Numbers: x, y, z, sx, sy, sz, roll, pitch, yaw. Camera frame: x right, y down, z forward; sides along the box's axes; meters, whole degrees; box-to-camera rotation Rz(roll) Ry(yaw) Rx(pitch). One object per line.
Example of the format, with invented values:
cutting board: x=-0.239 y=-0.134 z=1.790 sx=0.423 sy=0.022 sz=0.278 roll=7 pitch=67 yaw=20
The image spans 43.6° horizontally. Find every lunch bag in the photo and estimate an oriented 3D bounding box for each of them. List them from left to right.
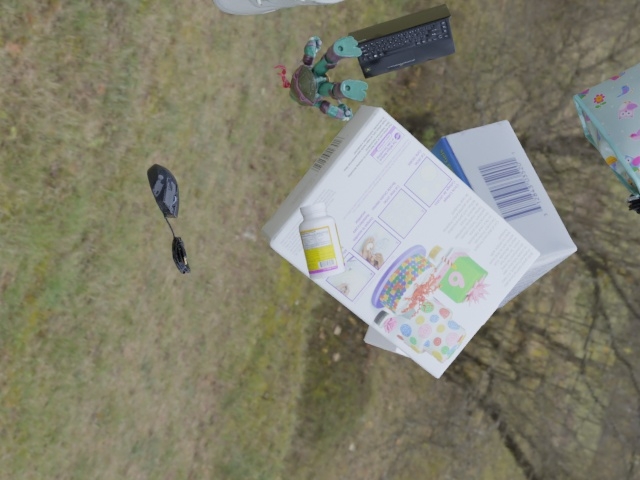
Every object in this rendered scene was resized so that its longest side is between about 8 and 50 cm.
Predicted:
lunch bag: x=0.659 y=-0.219 z=1.564 sx=0.223 sy=0.262 sz=0.160 roll=-29 pitch=136 yaw=10

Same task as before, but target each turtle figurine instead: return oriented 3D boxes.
turtle figurine: x=0.002 y=-0.301 z=1.530 sx=0.118 sy=0.234 sz=0.175 roll=-31 pitch=101 yaw=-23

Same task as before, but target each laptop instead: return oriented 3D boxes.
laptop: x=0.193 y=-0.440 z=1.837 sx=0.264 sy=0.234 sz=0.137 roll=58 pitch=21 yaw=-59

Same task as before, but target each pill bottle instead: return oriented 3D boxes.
pill bottle: x=0.000 y=0.000 z=0.912 sx=0.043 sy=0.043 sz=0.083 roll=-13 pitch=91 yaw=-58

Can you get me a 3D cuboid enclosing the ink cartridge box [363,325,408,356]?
ink cartridge box: x=0.220 y=0.160 z=1.920 sx=0.172 sy=0.100 sz=0.237 roll=28 pitch=82 yaw=-52

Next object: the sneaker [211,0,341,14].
sneaker: x=-0.032 y=-0.348 z=1.046 sx=0.121 sy=0.262 sz=0.099 roll=-71 pitch=148 yaw=-58

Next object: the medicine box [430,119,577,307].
medicine box: x=0.277 y=-0.023 z=1.450 sx=0.149 sy=0.264 sz=0.289 roll=-16 pitch=161 yaw=-24

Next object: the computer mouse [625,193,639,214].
computer mouse: x=0.675 y=-0.063 z=1.450 sx=0.272 sy=0.188 sz=0.072 roll=-68 pitch=147 yaw=-68

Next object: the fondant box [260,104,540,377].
fondant box: x=0.115 y=0.003 z=1.145 sx=0.330 sy=0.096 sz=0.238 roll=39 pitch=90 yaw=-17

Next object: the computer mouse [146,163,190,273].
computer mouse: x=-0.251 y=-0.042 z=1.375 sx=0.041 sy=0.242 sz=0.071 roll=-22 pitch=148 yaw=-1
